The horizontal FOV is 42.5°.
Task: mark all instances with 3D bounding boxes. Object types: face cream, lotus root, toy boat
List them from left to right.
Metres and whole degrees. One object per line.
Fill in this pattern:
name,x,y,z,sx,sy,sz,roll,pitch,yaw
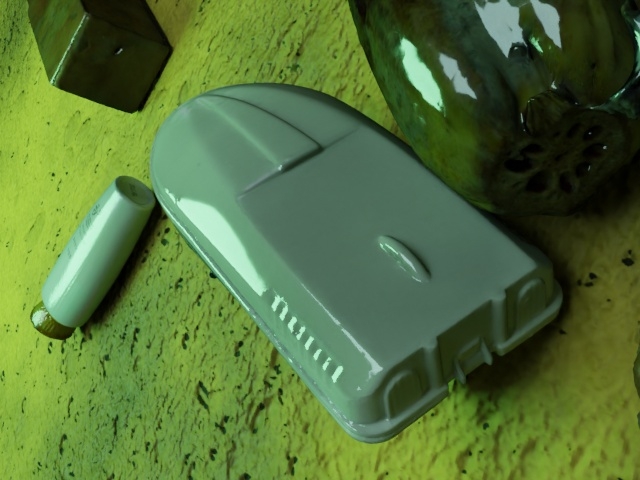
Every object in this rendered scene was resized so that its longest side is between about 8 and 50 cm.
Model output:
face cream,-0.218,0.019,0.783,0.182,0.051,0.072,-52,44,25
toy boat,0.002,-0.002,0.470,0.269,0.140,0.141,37,107,49
lotus root,0.080,-0.117,0.410,0.124,0.123,0.241,-22,54,11

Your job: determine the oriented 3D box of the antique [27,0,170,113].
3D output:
antique,-0.258,-0.259,0.896,0.087,0.093,0.310,-55,42,23

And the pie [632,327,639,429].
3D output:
pie,0.176,0.048,0.267,0.195,0.046,0.195,-177,90,-68
